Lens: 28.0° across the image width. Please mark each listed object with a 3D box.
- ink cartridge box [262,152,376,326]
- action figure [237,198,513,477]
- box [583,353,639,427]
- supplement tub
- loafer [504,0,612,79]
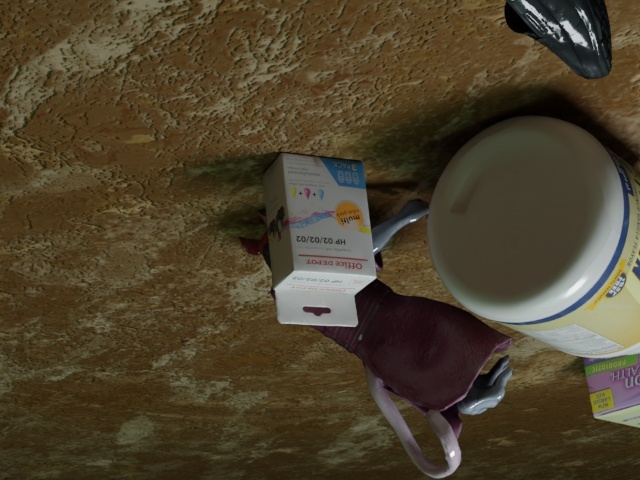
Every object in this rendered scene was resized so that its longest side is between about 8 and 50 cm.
[{"bbox_3d":[0.000,0.000,1.429,0.104,0.181,0.061,4,156,-25],"label":"ink cartridge box"},{"bbox_3d":[0.048,0.102,1.560,0.370,0.276,0.248,30,150,5],"label":"action figure"},{"bbox_3d":[0.634,0.254,2.314,0.213,0.117,0.243,-23,153,37],"label":"box"},{"bbox_3d":[0.290,0.009,1.465,0.228,0.228,0.316,-20,155,31],"label":"supplement tub"},{"bbox_3d":[0.200,-0.207,1.120,0.078,0.076,0.223,-11,154,25],"label":"loafer"}]
